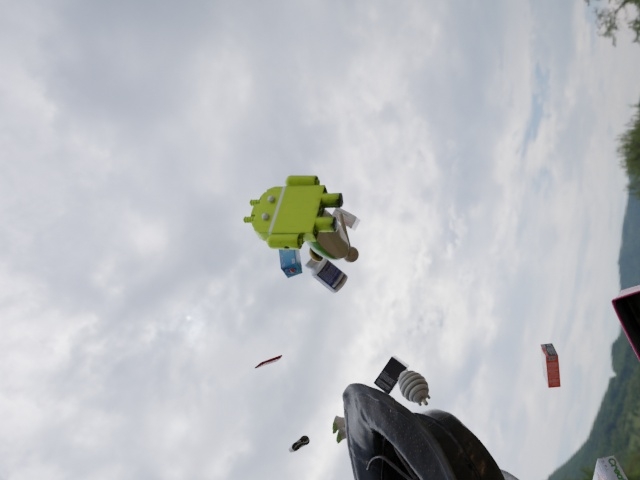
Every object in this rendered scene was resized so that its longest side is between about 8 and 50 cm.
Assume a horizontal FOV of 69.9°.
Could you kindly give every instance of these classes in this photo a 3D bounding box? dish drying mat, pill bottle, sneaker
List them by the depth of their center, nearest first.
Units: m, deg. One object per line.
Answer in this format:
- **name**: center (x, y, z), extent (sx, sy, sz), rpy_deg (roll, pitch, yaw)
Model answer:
- **dish drying mat**: center (-0.133, 0.315, 1.188), extent (0.083, 0.032, 0.008), rpy_deg (-1, -126, -57)
- **pill bottle**: center (0.019, 0.126, 1.835), extent (0.169, 0.094, 0.094), rpy_deg (40, -120, -8)
- **sneaker**: center (-0.089, 0.839, 1.890), extent (0.109, 0.044, 0.040), rpy_deg (-6, -122, -47)

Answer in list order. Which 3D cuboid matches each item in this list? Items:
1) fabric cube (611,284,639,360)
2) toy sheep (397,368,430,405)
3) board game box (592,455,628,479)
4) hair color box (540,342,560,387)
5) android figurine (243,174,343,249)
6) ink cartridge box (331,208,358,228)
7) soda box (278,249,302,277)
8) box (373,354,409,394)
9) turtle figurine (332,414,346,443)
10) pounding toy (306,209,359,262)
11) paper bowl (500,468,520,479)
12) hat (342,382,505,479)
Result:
- **fabric cube**: center (0.763, 0.180, 0.885), extent (0.258, 0.259, 0.254), rpy_deg (3, -117, -53)
- **toy sheep**: center (0.269, 0.421, 1.306), extent (0.091, 0.132, 0.091), rpy_deg (-12, -63, -23)
- **board game box**: center (0.834, 0.769, 1.223), extent (0.305, 0.053, 0.193), rpy_deg (-96, -11, -50)
- **hair color box**: center (0.809, 0.440, 1.612), extent (0.072, 0.043, 0.141), rpy_deg (-70, -33, -64)
- **android figurine**: center (-0.079, -0.078, 1.253), extent (0.056, 0.273, 0.248), rpy_deg (67, -148, -51)
- **ink cartridge box**: center (0.119, -0.105, 2.199), extent (0.067, 0.115, 0.198), rpy_deg (-62, -11, 3)
- **soda box**: center (-0.123, 0.041, 1.818), extent (0.071, 0.067, 0.210), rpy_deg (59, -165, -46)
- **box**: center (0.344, 0.646, 2.213), extent (0.158, 0.093, 0.156), rpy_deg (-54, -19, -1)
- **turtle figurine**: center (0.181, 0.786, 1.774), extent (0.198, 0.266, 0.274), rpy_deg (41, -128, -64)
- **pounding toy**: center (0.000, 0.000, 1.376), extent (0.237, 0.110, 0.183), rpy_deg (10, -128, -56)
- **paper bowl**: center (0.426, 0.724, 1.159), extent (0.284, 0.284, 0.148), rpy_deg (-55, -46, -30)
- **hat**: center (0.153, 0.323, 0.599), extent (0.134, 0.331, 0.331), rpy_deg (-18, -69, -26)
